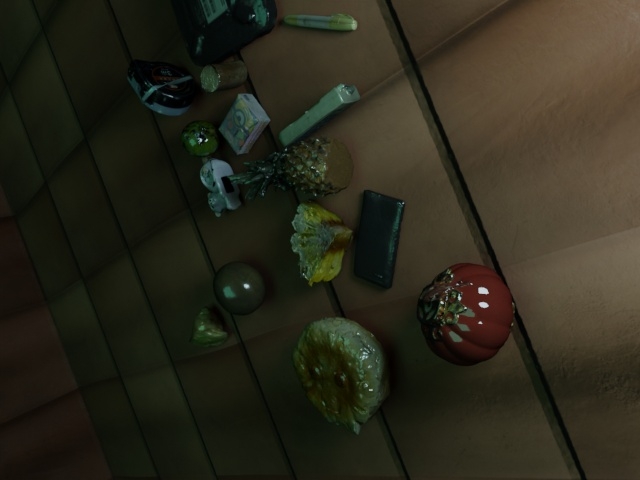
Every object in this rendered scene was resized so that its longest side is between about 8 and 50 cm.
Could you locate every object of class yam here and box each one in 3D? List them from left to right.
[{"bbox_3d":[-0.274,-0.469,1.573,0.084,0.127,0.084,17,118,34],"label":"yam"}]

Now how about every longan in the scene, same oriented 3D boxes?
[{"bbox_3d":[-0.259,0.150,1.739,0.187,0.168,0.167,39,129,52],"label":"longan"}]

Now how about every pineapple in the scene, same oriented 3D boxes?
[{"bbox_3d":[-0.084,-0.190,1.473,0.365,0.166,0.165,1,104,44],"label":"pineapple"},{"bbox_3d":[0.000,0.000,1.491,0.186,0.115,0.236,-7,96,43],"label":"pineapple"}]

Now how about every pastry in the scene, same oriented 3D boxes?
[{"bbox_3d":[0.064,0.356,1.527,0.330,0.136,0.329,14,112,39],"label":"pastry"}]

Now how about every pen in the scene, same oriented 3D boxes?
[{"bbox_3d":[-0.002,-0.549,1.372,0.234,0.032,0.040,23,94,35],"label":"pen"}]

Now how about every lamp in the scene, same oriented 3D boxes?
[{"bbox_3d":[0.309,0.157,1.197,0.227,0.227,0.226,14,112,38],"label":"lamp"}]

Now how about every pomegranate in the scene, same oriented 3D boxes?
[{"bbox_3d":[-0.372,-0.305,1.729,0.122,0.122,0.161,38,153,26],"label":"pomegranate"}]

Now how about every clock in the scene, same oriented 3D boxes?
[{"bbox_3d":[-0.328,-0.169,1.746,0.117,0.080,0.176,-18,93,44],"label":"clock"}]

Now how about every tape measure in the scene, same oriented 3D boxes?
[{"bbox_3d":[-0.486,-0.475,1.719,0.107,0.182,0.181,-49,60,42],"label":"tape measure"}]

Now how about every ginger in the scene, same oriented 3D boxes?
[{"bbox_3d":[-0.416,0.317,1.980,0.193,0.115,0.122,-42,53,48],"label":"ginger"}]

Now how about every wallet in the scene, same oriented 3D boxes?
[{"bbox_3d":[0.145,-0.001,1.419,0.124,0.025,0.244,23,118,35],"label":"wallet"}]

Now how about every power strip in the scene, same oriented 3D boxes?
[{"bbox_3d":[-0.014,-0.316,1.422,0.286,0.080,0.048,-26,87,44],"label":"power strip"}]

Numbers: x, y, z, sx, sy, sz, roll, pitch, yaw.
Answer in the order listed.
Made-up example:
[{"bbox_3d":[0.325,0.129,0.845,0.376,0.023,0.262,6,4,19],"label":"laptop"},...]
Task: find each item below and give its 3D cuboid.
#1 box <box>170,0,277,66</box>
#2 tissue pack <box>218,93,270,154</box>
[{"bbox_3d":[-0.287,-0.700,1.534,0.350,0.091,0.358,-13,97,43],"label":"box"},{"bbox_3d":[-0.226,-0.340,1.614,0.108,0.060,0.148,55,131,15],"label":"tissue pack"}]
